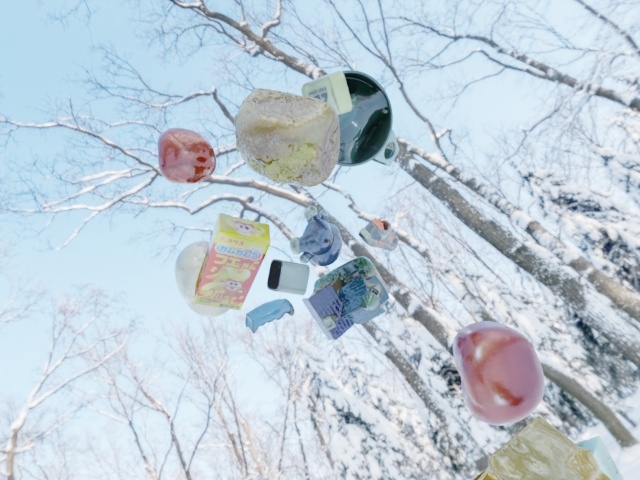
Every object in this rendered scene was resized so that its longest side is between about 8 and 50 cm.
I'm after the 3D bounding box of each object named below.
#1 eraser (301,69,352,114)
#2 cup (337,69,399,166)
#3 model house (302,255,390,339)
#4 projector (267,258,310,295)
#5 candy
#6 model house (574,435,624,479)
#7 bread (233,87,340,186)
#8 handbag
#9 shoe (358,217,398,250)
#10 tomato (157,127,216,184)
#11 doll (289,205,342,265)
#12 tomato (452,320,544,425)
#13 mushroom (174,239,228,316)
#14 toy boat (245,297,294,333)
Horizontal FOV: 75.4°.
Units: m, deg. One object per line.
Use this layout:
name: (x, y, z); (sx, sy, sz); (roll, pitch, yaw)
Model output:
eraser: (0.015, -0.429, 1.242); (0.058, 0.172, 0.117); (-30, -68, -25)
cup: (0.078, -0.412, 1.571); (0.310, 0.392, 0.401); (-32, -70, -7)
model house: (0.101, 0.245, 1.696); (0.312, 0.245, 0.280); (-30, 2, 24)
projector: (-0.085, 0.097, 1.094); (0.082, 0.083, 0.084); (13, -95, -30)
candy: (-0.244, 0.066, 1.132); (0.146, 0.088, 0.276); (15, -55, -22)
model house: (0.588, 0.534, 0.947); (0.148, 0.127, 0.100); (-33, -13, 38)
bread: (-0.091, -0.226, 0.962); (0.176, 0.246, 0.196); (-56, -26, -30)
handbag: (0.482, 0.512, 0.700); (0.282, 0.401, 0.133); (-8, -57, -38)
shoe: (0.193, -0.021, 1.237); (0.194, 0.074, 0.077); (8, -56, -52)
tomato: (-0.392, -0.247, 1.187); (0.173, 0.167, 0.082); (-1, 1, 8)
doll: (0.000, 0.000, 1.648); (0.228, 0.153, 0.258); (-68, -19, -8)
tomato: (0.518, 0.376, 1.213); (0.226, 0.299, 0.299); (-13, -33, 13)
mushroom: (-0.342, 0.116, 1.352); (0.234, 0.254, 0.260); (-20, -2, -8)
toy boat: (-0.172, 0.263, 1.444); (0.185, 0.075, 0.077); (-25, -60, -32)
